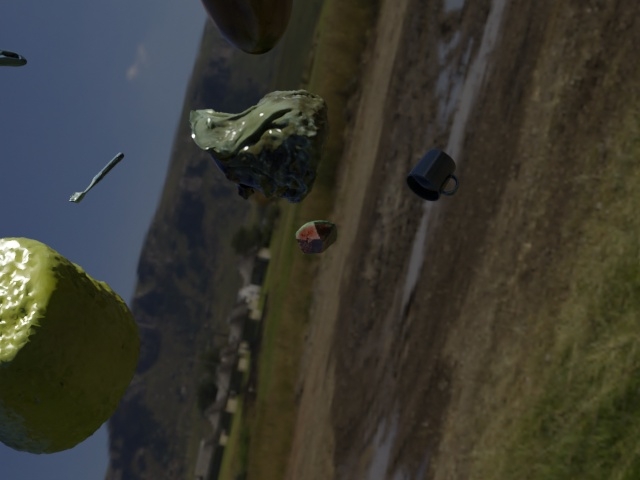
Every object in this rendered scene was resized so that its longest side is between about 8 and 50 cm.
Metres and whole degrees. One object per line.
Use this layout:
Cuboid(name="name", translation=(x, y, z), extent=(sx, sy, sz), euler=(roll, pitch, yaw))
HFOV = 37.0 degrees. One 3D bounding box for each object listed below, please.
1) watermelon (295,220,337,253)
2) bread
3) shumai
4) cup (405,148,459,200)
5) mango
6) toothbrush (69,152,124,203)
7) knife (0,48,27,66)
Cuboid(name="watermelon", translation=(-0.003, -0.001, 2.126), extent=(0.084, 0.092, 0.072), euler=(-15, 62, 51))
Cuboid(name="bread", translation=(-0.527, 0.177, 1.724), extent=(0.308, 0.348, 0.348), euler=(58, -147, -48))
Cuboid(name="shumai", translation=(-0.152, -0.236, 2.220), extent=(0.292, 0.288, 0.330), euler=(-70, 21, 6))
Cuboid(name="cup", translation=(0.230, -0.126, 1.885), extent=(0.077, 0.100, 0.078), euler=(-54, -23, -22))
Cuboid(name="mango", translation=(-0.153, -0.547, 1.870), extent=(0.264, 0.221, 0.378), euler=(162, 97, -73))
Cuboid(name="toothbrush", translation=(-0.466, -0.132, 2.005), extent=(0.219, 0.019, 0.016), euler=(-62, -25, -55))
Cuboid(name="knife", translation=(-0.594, -0.298, 1.499), extent=(0.019, 0.045, 0.313), euler=(-39, -17, 32))
